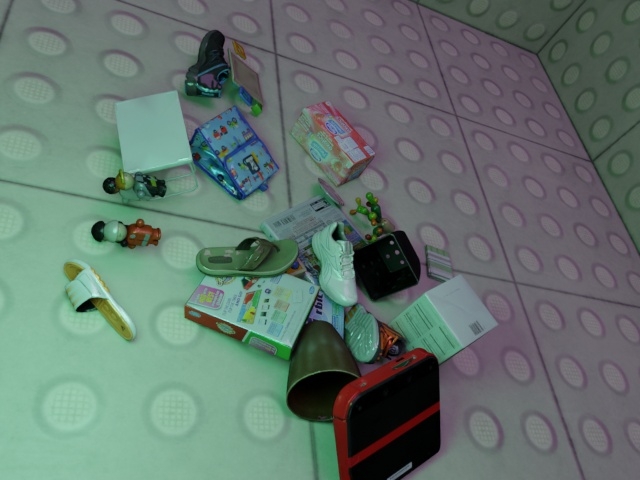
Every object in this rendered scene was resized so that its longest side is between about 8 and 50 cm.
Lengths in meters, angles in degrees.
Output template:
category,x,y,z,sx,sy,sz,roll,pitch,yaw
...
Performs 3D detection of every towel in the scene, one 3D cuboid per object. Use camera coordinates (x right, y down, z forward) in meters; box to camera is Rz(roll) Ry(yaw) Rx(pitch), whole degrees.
category,x,y,z,sx,sy,sz,roll,pitch,yaw
towel,0.452,0.092,2.195,0.113,0.023,0.152,21,45,-20

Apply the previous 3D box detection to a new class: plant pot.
category,x,y,z,sx,sy,sz,roll,pitch,yaw
plant pot,0.002,0.342,1.603,0.215,0.215,0.230,16,34,-21
plant pot,0.234,0.068,1.947,0.187,0.188,0.167,61,31,-4

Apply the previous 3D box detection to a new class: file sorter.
category,x,y,z,sx,sy,sz,roll,pitch,yaw
file sorter,-0.493,-0.283,1.756,0.192,0.173,0.278,-15,61,-7

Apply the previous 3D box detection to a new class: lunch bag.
category,x,y,z,sx,sy,sz,roll,pitch,yaw
lunch bag,-0.290,-0.278,1.965,0.293,0.138,0.221,49,43,-7

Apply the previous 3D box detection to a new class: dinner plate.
category,x,y,z,sx,sy,sz,roll,pitch,yaw
dinner plate,0.035,-0.174,2.108,0.141,0.017,0.141,42,16,-15

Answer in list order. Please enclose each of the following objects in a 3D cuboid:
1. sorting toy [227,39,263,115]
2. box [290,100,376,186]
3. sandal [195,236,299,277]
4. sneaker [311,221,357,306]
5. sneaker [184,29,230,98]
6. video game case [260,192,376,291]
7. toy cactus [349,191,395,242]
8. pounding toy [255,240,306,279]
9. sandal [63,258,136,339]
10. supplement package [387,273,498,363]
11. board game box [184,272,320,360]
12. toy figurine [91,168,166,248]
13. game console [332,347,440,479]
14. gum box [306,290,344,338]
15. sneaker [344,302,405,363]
category,x,y,z,sx,sy,sz,roll,pitch,yaw
sorting toy,-0.301,-0.627,2.234,0.196,0.047,0.348,35,35,-49
box,0.046,-0.375,2.219,0.154,0.142,0.300,-29,74,-43
sandal,-0.202,0.042,1.646,0.302,0.086,0.120,-6,49,-20
sneaker,0.056,0.071,1.832,0.111,0.129,0.297,1,57,-35
sneaker,-0.401,-0.655,2.164,0.139,0.125,0.341,13,58,-3
video game case,0.000,0.000,1.970,0.329,0.036,0.300,-29,74,-44
toy cactus,0.201,-0.068,2.122,0.180,0.112,0.219,28,37,-38
pounding toy,-0.134,0.066,1.786,0.130,0.100,0.141,-19,67,-40
sandal,-0.570,0.157,1.440,0.265,0.102,0.076,46,42,5
supplement package,0.370,0.277,1.820,0.199,0.263,0.198,-19,68,-40
board game box,-0.188,0.174,1.631,0.316,0.064,0.242,21,45,7
toy figurine,-0.525,-0.084,1.564,0.148,0.213,0.210,8,88,-32
game console,0.191,0.498,1.553,0.386,0.060,0.342,-16,110,-39
gum box,-0.017,0.226,1.775,0.184,0.041,0.157,19,48,-18
sneaker,0.181,0.298,1.710,0.180,0.125,0.321,34,11,-11
